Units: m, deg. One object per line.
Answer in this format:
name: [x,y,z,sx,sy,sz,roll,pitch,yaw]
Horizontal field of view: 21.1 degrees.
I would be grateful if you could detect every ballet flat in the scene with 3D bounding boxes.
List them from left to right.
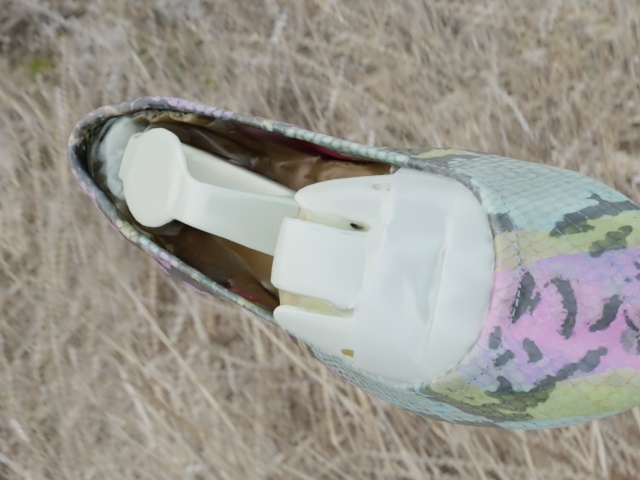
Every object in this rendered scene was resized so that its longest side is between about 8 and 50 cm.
ballet flat: [0.000,0.000,0.488,0.221,0.079,0.077,19,93,46]
